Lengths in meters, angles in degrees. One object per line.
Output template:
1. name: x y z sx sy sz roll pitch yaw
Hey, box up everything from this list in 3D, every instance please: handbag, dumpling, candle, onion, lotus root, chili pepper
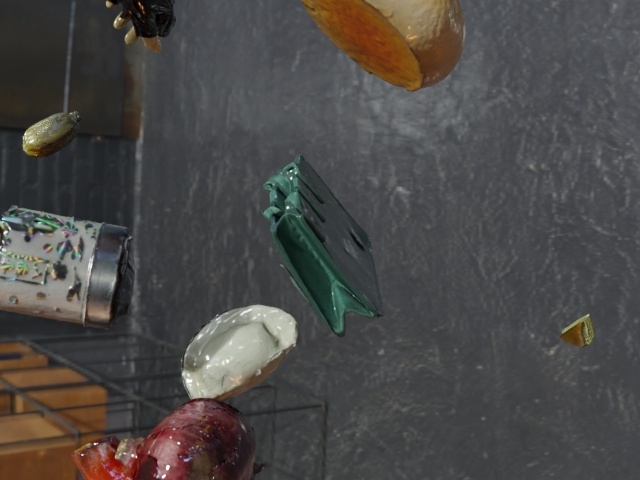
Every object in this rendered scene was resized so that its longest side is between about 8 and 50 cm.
1. handbag: 0.000 0.001 1.439 0.089 0.238 0.326 -32 19 12
2. dumpling: -0.162 0.210 1.683 0.172 0.247 0.142 55 170 27
3. candle: -0.481 0.037 1.479 0.187 0.330 0.188 -168 90 -80
4. onion: -0.209 0.355 1.313 0.219 0.252 0.252 15 106 11
5. lotus root: -0.387 -0.155 1.262 0.049 0.099 0.054 54 153 -6
6. chili pepper: -0.344 0.422 1.495 0.192 0.086 0.084 53 167 9

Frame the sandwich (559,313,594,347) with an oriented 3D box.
1. sandwich: 0.435 0.156 1.451 0.044 0.031 0.083 48 158 12

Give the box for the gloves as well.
1. gloves: -0.325 -0.431 1.575 0.203 0.124 0.164 84 165 -67

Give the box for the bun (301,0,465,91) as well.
1. bun: 0.113 -0.379 1.370 0.165 0.299 0.299 -48 41 -6
